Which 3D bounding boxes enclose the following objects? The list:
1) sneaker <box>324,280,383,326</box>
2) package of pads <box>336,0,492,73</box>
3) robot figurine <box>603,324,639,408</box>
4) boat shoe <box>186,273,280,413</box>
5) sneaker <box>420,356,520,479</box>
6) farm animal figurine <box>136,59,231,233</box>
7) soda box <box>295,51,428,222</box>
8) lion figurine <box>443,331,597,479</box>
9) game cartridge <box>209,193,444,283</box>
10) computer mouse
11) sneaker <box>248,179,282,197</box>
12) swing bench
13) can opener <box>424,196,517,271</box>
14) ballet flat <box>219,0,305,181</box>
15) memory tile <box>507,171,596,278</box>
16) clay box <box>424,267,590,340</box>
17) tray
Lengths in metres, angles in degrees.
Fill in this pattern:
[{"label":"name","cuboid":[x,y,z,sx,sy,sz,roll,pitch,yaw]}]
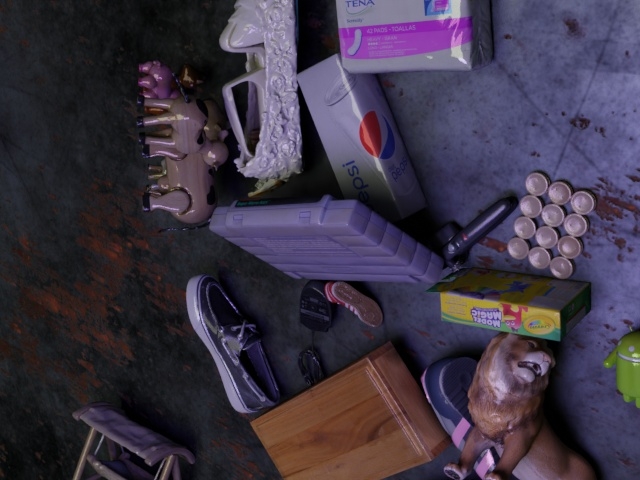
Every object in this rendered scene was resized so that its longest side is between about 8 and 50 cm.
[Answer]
[{"label":"sneaker","cuboid":[0.058,0.111,1.574,0.118,0.042,0.067,41,167,-20]},{"label":"package of pads","cuboid":[0.129,-0.400,1.305,0.229,0.101,0.296,5,108,34]},{"label":"robot figurine","cuboid":[0.467,0.184,1.279,0.101,0.067,0.115,-152,53,-62]},{"label":"boat shoe","cuboid":[-0.166,0.199,1.740,0.102,0.108,0.301,-19,93,36]},{"label":"sneaker","cuboid":[0.279,0.332,1.472,0.319,0.112,0.131,61,159,-4]},{"label":"farm animal figurine","cuboid":[-0.234,-0.170,1.576,0.172,0.330,0.326,0,112,-9]},{"label":"soda box","cuboid":[0.069,-0.164,1.440,0.098,0.091,0.286,-19,95,39]},{"label":"lion figurine","cuboid":[0.338,0.334,1.360,0.142,0.240,0.392,-3,128,47]},{"label":"game cartridge","cuboid":[0.000,0.000,1.448,0.355,0.068,0.230,0,151,48]},{"label":"computer mouse","cuboid":[-0.006,0.177,1.660,0.071,0.041,0.242,18,122,23]},{"label":"sneaker","cuboid":[-0.105,-0.107,1.636,0.083,0.032,0.037,-26,76,35]},{"label":"swing bench","cuboid":[-0.436,0.523,2.028,0.253,0.165,0.254,23,113,30]},{"label":"can opener","cuboid":[0.236,-0.010,1.389,0.073,0.059,0.186,53,129,5]},{"label":"ballet flat","cuboid":[-0.101,-0.290,1.475,0.147,0.147,0.409,10,112,34]},{"label":"memory tile","cuboid":[0.350,-0.022,1.330,0.113,0.012,0.148,25,119,28]},{"label":"clay box","cuboid":[0.285,0.092,1.345,0.222,0.127,0.053,6,110,36]},{"label":"tray","cuboid":[0.040,0.356,1.628,0.411,0.076,0.203,-38,82,46]}]
